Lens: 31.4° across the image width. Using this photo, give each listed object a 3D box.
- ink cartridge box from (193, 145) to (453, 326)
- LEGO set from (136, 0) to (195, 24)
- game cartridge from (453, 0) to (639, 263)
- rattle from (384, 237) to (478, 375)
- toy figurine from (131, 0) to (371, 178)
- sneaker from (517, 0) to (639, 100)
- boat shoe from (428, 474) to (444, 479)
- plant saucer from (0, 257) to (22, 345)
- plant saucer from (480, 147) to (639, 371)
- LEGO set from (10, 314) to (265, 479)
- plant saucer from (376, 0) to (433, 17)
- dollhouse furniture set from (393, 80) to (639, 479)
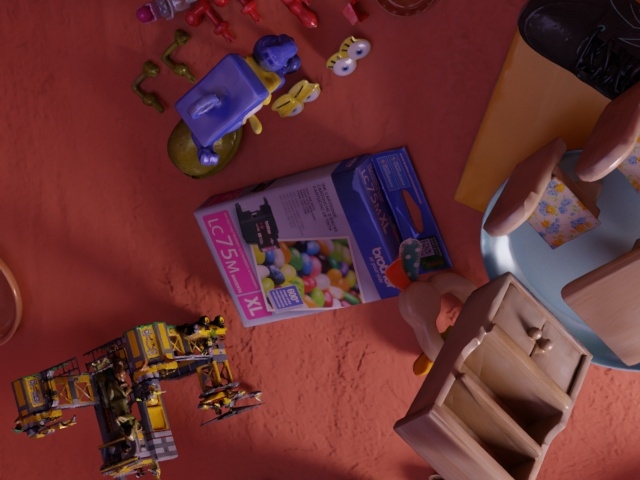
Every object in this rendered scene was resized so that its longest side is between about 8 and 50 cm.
[{"bbox_3d":[0.000,0.000,1.511,0.311,0.065,0.185,-14,108,27],"label":"ink cartridge box"},{"bbox_3d":[-0.238,-0.406,1.389,0.132,0.107,0.287,-22,104,30],"label":"LEGO set"},{"bbox_3d":[0.336,-0.133,1.309,0.285,0.052,0.323,25,119,11],"label":"game cartridge"},{"bbox_3d":[0.119,0.087,1.462,0.200,0.130,0.143,33,166,-26],"label":"rattle"},{"bbox_3d":[-0.132,-0.191,1.382,0.362,0.217,0.191,-34,97,32],"label":"toy figurine"},{"bbox_3d":[0.329,-0.189,1.196,0.267,0.106,0.101,25,122,13],"label":"sneaker"},{"bbox_3d":[0.216,0.355,1.595,0.137,0.049,0.043,1,112,28],"label":"boat shoe"},{"bbox_3d":[-0.553,0.077,1.801,0.200,0.037,0.200,9,117,18],"label":"plant saucer"},{"bbox_3d":[0.341,0.019,1.312,0.318,0.043,0.317,16,133,18],"label":"plant saucer"},{"bbox_3d":[-0.261,0.250,1.625,0.331,0.255,0.192,-22,76,19],"label":"LEGO set"},{"bbox_3d":[0.100,-0.306,1.345,0.083,0.013,0.083,10,118,20],"label":"plant saucer"},{"bbox_3d":[0.299,0.107,1.197,0.362,0.256,0.394,44,136,-10],"label":"dollhouse furniture set"}]
